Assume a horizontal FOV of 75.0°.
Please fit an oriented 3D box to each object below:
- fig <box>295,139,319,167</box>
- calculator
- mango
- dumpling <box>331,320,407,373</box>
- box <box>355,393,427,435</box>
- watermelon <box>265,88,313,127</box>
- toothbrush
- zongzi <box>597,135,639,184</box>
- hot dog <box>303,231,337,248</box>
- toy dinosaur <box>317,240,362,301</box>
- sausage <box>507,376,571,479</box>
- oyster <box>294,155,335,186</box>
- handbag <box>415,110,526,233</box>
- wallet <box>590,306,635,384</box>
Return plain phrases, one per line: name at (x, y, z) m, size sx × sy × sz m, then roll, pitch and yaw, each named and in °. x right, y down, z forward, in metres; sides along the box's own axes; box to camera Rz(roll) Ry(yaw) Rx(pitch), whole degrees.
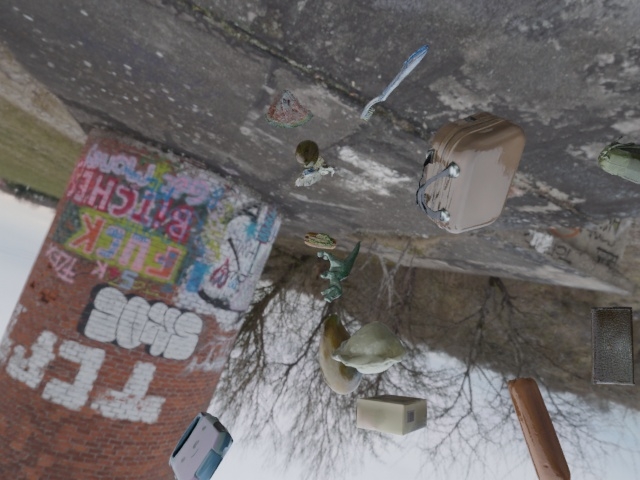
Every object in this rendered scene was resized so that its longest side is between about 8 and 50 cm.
fig at (-0.056, -0.355, 1.747) m, size 0.103 × 0.109 × 0.155 m, roll -4°, pitch -149°, yaw 3°
calculator at (-0.317, 0.549, 1.093) m, size 0.051 × 0.173 × 0.293 m, roll 40°, pitch 156°, yaw -18°
mango at (0.071, 0.425, 1.544) m, size 0.146 × 0.316 × 0.193 m, roll -2°, pitch -158°, yaw 24°
dumpling at (0.116, 0.297, 1.147) m, size 0.179 × 0.131 × 0.252 m, roll -18°, pitch -170°, yaw -16°
box at (0.238, 0.570, 1.380) m, size 0.168 × 0.095 × 0.212 m, roll -8°, pitch 163°, yaw 32°
watermelon at (-0.126, -0.502, 1.579) m, size 0.187 × 0.139 × 0.071 m, roll -16°, pitch -151°, yaw -25°
toothbrush at (0.211, -0.463, 1.261) m, size 0.042 × 0.035 × 0.413 m, roll 19°, pitch 165°, yaw -14°
zongzi at (0.512, -0.143, 0.681) m, size 0.109 × 0.119 × 0.055 m, roll 25°, pitch 143°, yaw 11°
hot dog at (0.000, 0.000, 1.542) m, size 0.133 × 0.056 × 0.041 m, roll 11°, pitch -178°, yaw 10°
toy dinosaur at (0.055, 0.057, 1.417) m, size 0.129 × 0.076 × 0.383 m, roll 33°, pitch -139°, yaw -2°
sausage at (0.599, 0.523, 1.147) m, size 0.086 × 0.289 × 0.086 m, roll -5°, pitch 149°, yaw -3°
oyster at (-0.042, -0.328, 2.024) m, size 0.222 × 0.083 × 0.214 m, roll -26°, pitch 168°, yaw 20°
handbag at (0.362, -0.161, 1.080) m, size 0.283 × 0.302 × 0.149 m, roll -20°, pitch -135°, yaw -20°
wallet at (0.919, 0.332, 1.317) m, size 0.132 × 0.243 × 0.039 m, roll -1°, pitch 180°, yaw 1°
